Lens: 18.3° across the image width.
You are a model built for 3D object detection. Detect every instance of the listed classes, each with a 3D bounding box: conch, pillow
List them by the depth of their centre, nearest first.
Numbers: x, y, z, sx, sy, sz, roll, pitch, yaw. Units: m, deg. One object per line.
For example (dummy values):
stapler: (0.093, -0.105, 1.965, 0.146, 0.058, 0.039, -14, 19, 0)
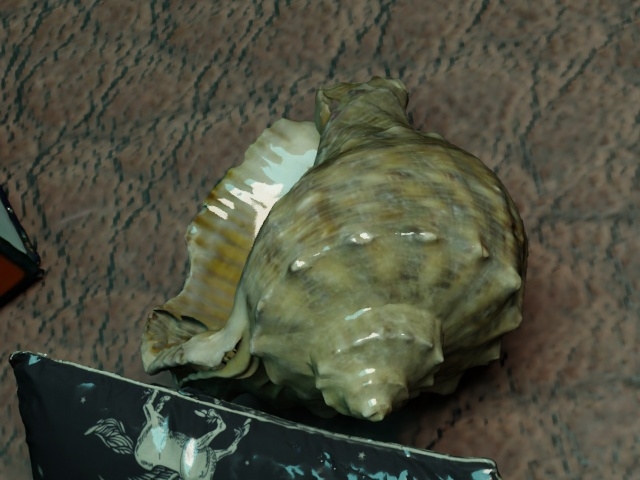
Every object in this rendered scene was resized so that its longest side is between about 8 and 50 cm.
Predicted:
pillow: (-0.027, 0.117, 0.752, 0.208, 0.141, 0.055, 15, 31, 27)
conch: (0.000, 0.000, 0.781, 0.155, 0.130, 0.207, -12, 42, 2)

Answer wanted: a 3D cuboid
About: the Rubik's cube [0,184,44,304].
Rubik's cube: (-0.259, -0.032, 0.880, 0.167, 0.180, 0.183, -35, 56, 7)
